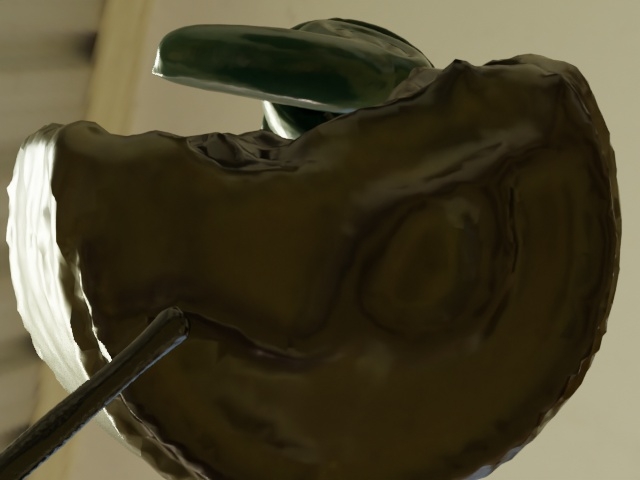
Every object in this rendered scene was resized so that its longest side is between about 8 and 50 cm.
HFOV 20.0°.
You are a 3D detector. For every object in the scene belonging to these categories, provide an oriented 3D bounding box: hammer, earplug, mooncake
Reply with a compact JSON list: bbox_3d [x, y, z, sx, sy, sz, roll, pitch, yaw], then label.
[{"bbox_3d":[-0.157,0.118,0.864,0.246,0.029,0.103,-41,-7,-13],"label":"hammer"},{"bbox_3d":[-0.004,-0.110,1.561,0.257,0.164,0.280,-35,-24,-27],"label":"earplug"},{"bbox_3d":[0.000,0.000,1.266,0.394,0.393,0.246,-50,13,-8],"label":"mooncake"}]
